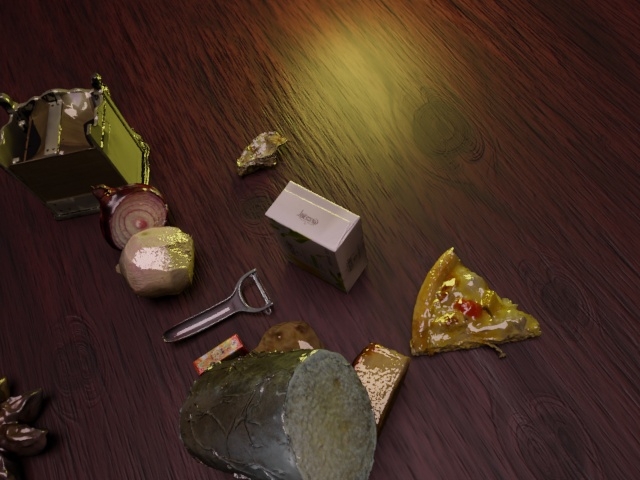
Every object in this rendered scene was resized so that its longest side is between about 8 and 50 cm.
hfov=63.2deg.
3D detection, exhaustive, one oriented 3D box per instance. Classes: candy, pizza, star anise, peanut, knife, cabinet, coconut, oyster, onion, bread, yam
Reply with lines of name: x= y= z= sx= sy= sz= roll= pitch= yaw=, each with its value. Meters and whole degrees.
candy: x=-0.235 y=0.279 z=1.237 sx=0.122 sy=0.062 sz=0.038 roll=-33 pitch=62 yaw=-10
pizza: x=0.367 y=0.158 z=1.207 sx=0.287 sy=0.075 sz=0.280 roll=10 pitch=65 yaw=14
star anise: x=-0.767 y=0.465 z=1.189 sx=0.315 sy=0.108 sz=0.315 roll=-2 pitch=55 yaw=3
peanut: x=-0.087 y=0.292 z=1.181 sx=0.196 sy=0.110 sz=0.233 roll=31 pitch=70 yaw=27
knife: x=-0.256 y=0.190 z=1.293 sx=0.278 sy=0.053 sz=0.123 roll=-28 pitch=66 yaw=-6
cabinet: x=-0.678 y=-0.252 z=1.441 sx=0.290 sy=0.318 sz=0.227 roll=-11 pitch=61 yaw=3
coconut: x=-0.420 y=0.059 z=1.319 sx=0.194 sy=0.194 sz=0.194 roll=-3 pitch=62 yaw=6
oyster: x=-0.175 y=-0.250 z=1.517 sx=0.105 sy=0.056 sz=0.177 roll=29 pitch=69 yaw=28
onion: x=-0.528 y=-0.082 z=1.390 sx=0.195 sy=0.218 sz=0.140 roll=-54 pitch=38 yaw=-6
bread: x=0.085 y=0.357 z=1.082 sx=0.114 sy=0.185 sz=0.275 roll=25 pitch=69 yaw=16
yam: x=-0.087 y=0.325 z=0.951 sx=0.348 sy=0.241 sz=0.241 roll=-13 pitch=54 yaw=41

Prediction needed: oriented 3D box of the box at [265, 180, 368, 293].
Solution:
box: x=0.000 y=0.000 z=1.241 sx=0.194 sy=0.260 sz=0.111 roll=28 pitch=73 yaw=22
